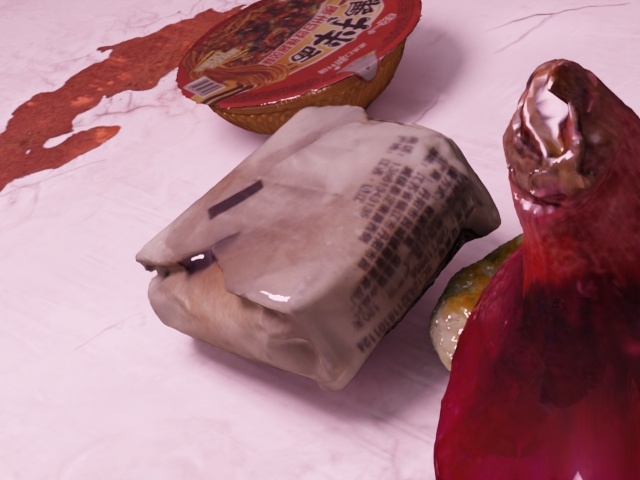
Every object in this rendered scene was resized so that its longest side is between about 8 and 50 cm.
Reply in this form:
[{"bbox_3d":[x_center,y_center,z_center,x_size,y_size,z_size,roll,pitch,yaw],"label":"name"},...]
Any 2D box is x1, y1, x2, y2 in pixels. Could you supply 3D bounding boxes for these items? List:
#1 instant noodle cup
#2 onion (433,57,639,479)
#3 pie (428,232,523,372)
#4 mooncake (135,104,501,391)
[{"bbox_3d":[-0.013,-0.178,1.469,0.274,0.090,0.274,-14,32,9],"label":"instant noodle cup"},{"bbox_3d":[0.197,0.061,0.737,0.348,0.385,0.347,-28,30,17],"label":"onion"},{"bbox_3d":[0.203,0.052,1.047,0.241,0.054,0.240,-12,33,8],"label":"pie"},{"bbox_3d":[0.003,0.003,1.137,0.254,0.136,0.250,-44,31,-20],"label":"mooncake"}]
